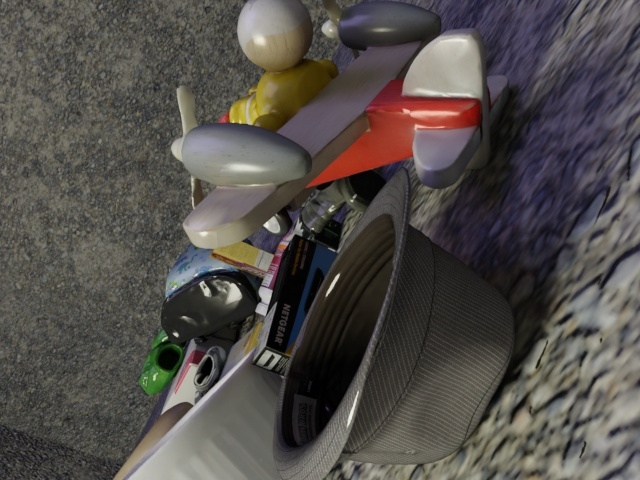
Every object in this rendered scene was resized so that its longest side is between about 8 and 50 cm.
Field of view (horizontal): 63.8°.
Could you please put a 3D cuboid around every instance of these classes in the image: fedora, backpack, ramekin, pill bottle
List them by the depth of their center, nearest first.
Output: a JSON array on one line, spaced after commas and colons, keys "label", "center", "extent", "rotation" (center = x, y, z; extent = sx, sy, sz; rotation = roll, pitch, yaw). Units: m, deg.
[{"label": "fedora", "center": [0.060, 0.089, 0.415], "extent": [0.243, 0.125, 0.275], "rotation": [-76, 11, -47]}, {"label": "ramekin", "center": [-0.127, 0.269, 0.605], "extent": [0.277, 0.135, 0.277], "rotation": [-44, -3, -3]}, {"label": "pill bottle", "center": [-0.069, 0.084, 1.024], "extent": [0.151, 0.086, 0.086], "rotation": [-67, 13, -10]}, {"label": "backpack", "center": [-0.295, 0.106, 1.505], "extent": [0.290, 0.273, 0.355], "rotation": [-23, 6, 16]}]

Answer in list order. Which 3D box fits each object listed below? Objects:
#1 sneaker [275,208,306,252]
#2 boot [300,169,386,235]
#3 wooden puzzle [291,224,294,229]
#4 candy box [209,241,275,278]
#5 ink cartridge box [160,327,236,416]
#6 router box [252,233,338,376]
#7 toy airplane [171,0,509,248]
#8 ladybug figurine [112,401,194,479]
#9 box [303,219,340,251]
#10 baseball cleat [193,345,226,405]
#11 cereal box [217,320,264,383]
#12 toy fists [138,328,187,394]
[{"label": "sneaker", "center": [-0.043, -0.004, 1.163], "extent": [0.178, 0.072, 0.077], "rotation": [-58, 0, -8]}, {"label": "boot", "center": [0.029, -0.066, 0.884], "extent": [0.161, 0.084, 0.246], "rotation": [-55, 20, 21]}, {"label": "wooden puzzle", "center": [-0.072, -0.006, 1.368], "extent": [0.078, 0.014, 0.116], "rotation": [-45, 23, 44]}, {"label": "candy box", "center": [-0.181, 0.047, 1.301], "extent": [0.053, 0.187, 0.109], "rotation": [-69, 14, -16]}, {"label": "ink cartridge box", "center": [-0.340, 0.363, 1.483], "extent": [0.207, 0.117, 0.283], "rotation": [-60, 13, 19]}, {"label": "router box", "center": [0.005, 0.088, 0.615], "extent": [0.046, 0.133, 0.178], "rotation": [-55, 16, 40]}, {"label": "toy airplane", "center": [0.012, -0.167, 0.600], "extent": [0.385, 0.272, 0.386], "rotation": [-31, 22, 7]}, {"label": "ladybug figurine", "center": [-0.341, 0.515, 1.031], "extent": [0.449, 0.162, 0.305], "rotation": [-53, 3, 30]}, {"label": "box", "center": [0.000, 0.000, 0.985], "extent": [0.062, 0.052, 0.083], "rotation": [-53, 18, 37]}, {"label": "baseball cleat", "center": [-0.283, 0.359, 1.250], "extent": [0.109, 0.072, 0.205], "rotation": [-31, -49, -75]}, {"label": "cereal box", "center": [-0.178, 0.292, 1.139], "extent": [0.240, 0.048, 0.172], "rotation": [-46, 22, 57]}, {"label": "toy fists", "center": [-0.455, 0.326, 1.527], "extent": [0.142, 0.096, 0.279], "rotation": [-58, 15, 33]}]
